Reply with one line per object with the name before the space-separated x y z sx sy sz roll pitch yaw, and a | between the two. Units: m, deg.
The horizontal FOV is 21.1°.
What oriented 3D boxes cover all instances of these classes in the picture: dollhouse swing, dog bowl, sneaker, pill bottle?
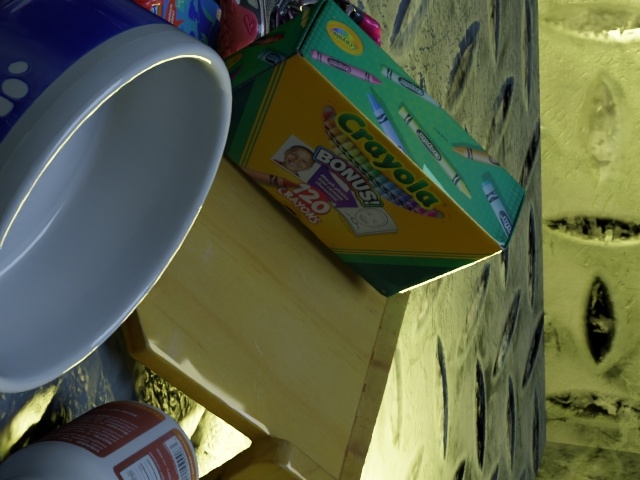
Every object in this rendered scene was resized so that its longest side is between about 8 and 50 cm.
dollhouse swing | -0.096 0.085 1.696 0.315 0.305 0.346 -37 -150 51
dog bowl | -0.177 -0.037 1.129 0.265 0.104 0.265 -50 161 -23
sneaker | -0.025 -0.220 1.735 0.299 0.112 0.120 -21 115 -71
pill bottle | -0.186 0.204 1.326 0.216 0.121 0.121 -24 118 -71

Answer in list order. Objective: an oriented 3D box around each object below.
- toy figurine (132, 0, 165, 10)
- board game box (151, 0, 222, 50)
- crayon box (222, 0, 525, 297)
toy figurine | -0.223 -0.268 1.107 0.362 0.191 0.217 4 62 -66
board game box | -0.149 -0.157 1.453 0.210 0.047 0.160 34 64 -71
crayon box | 0.035 -0.079 1.585 0.278 0.165 0.081 42 49 -22
